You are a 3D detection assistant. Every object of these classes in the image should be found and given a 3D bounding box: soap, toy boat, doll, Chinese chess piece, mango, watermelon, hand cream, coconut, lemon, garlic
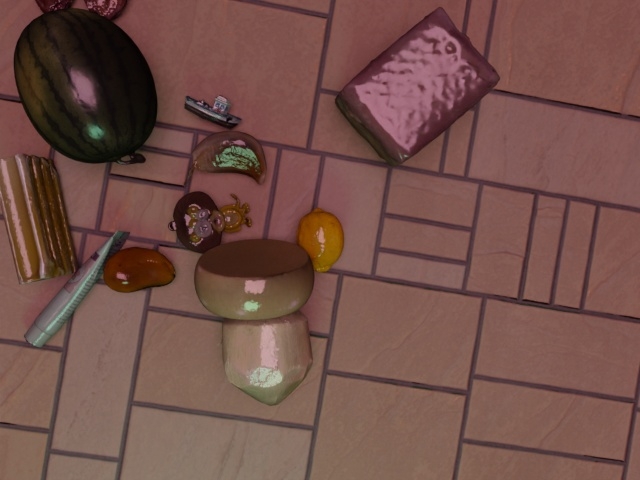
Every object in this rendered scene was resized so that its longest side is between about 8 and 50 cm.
[{"bbox_3d":[-0.632,-0.047,1.575,0.089,0.173,0.274,-13,91,3],"label":"soap"},{"bbox_3d":[-0.249,-0.312,1.661,0.140,0.059,0.066,25,106,-7],"label":"toy boat"},{"bbox_3d":[-0.259,-0.055,1.651,0.188,0.096,0.145,-34,101,-14],"label":"doll"},{"bbox_3d":[-0.145,0.082,1.574,0.273,0.273,0.102,-3,110,-5],"label":"Chinese chess piece"},{"bbox_3d":[-0.423,0.068,1.643,0.159,0.084,0.105,-1,77,-28],"label":"mango"},{"bbox_3d":[-0.498,-0.320,1.528,0.278,0.279,0.359,-24,93,-5],"label":"watermelon"},{"bbox_3d":[-0.556,0.109,1.633,0.058,0.085,0.331,42,90,8],"label":"hand cream"},{"bbox_3d":[-0.122,0.256,1.607,0.224,0.224,0.234,5,90,-5],"label":"coconut"},{"bbox_3d":[0.000,0.000,1.663,0.114,0.114,0.155,-5,93,-5],"label":"lemon"},{"bbox_3d":[-0.226,-0.192,1.656,0.198,0.090,0.129,-3,103,-10],"label":"garlic"}]

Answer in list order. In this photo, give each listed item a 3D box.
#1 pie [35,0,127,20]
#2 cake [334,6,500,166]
[{"bbox_3d":[-0.550,-0.596,1.636,0.218,0.054,0.204,18,89,-3],"label":"pie"},{"bbox_3d":[0.206,-0.340,1.617,0.309,0.237,0.230,-39,94,-2],"label":"cake"}]
